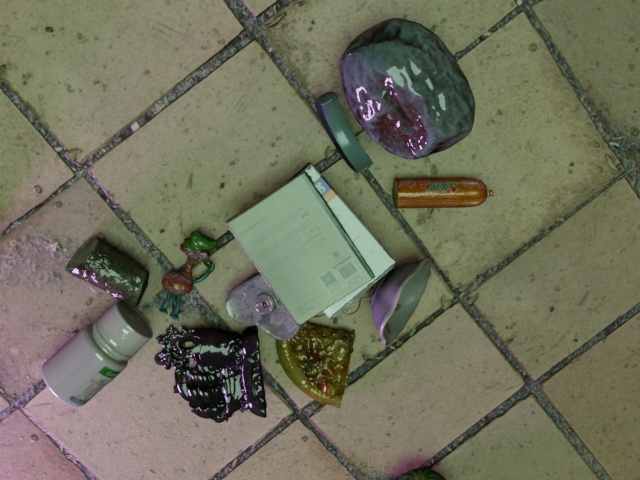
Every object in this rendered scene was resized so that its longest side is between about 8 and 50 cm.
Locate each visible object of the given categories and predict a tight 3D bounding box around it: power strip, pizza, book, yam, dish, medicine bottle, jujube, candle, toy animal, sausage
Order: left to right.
[{"bbox_3d":[-0.507,0.256,1.810,0.237,0.139,0.139,-43,106,4],"label":"medicine bottle"},{"bbox_3d":[-0.468,0.071,1.783,0.183,0.107,0.107,34,99,-17],"label":"yam"},{"bbox_3d":[-0.299,0.081,1.813,0.103,0.100,0.208,21,94,-34],"label":"toy animal"},{"bbox_3d":[-0.115,0.134,1.829,0.192,0.068,0.168,19,105,9],"label":"candle"},{"bbox_3d":[-0.043,0.020,1.722,0.215,0.025,0.282,-32,97,4],"label":"book"},{"bbox_3d":[0.005,0.281,1.914,0.197,0.058,0.292,-28,107,1],"label":"pizza"},{"bbox_3d":[0.052,-0.229,1.737,0.044,0.137,0.216,-32,112,-4],"label":"power strip"},{"bbox_3d":[0.172,0.129,1.844,0.081,0.229,0.229,28,103,20],"label":"dish"},{"bbox_3d":[0.192,-0.313,1.684,0.247,0.215,0.308,-11,126,34],"label":"jujube"},{"bbox_3d":[0.287,-0.111,1.831,0.234,0.071,0.071,-2,106,-6],"label":"sausage"}]

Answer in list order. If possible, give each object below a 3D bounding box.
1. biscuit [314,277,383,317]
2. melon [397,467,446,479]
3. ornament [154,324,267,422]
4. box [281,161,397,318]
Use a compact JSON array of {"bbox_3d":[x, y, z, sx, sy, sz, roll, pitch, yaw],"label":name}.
[{"bbox_3d":[0.024,0.098,1.877,0.249,0.035,0.184,-20,103,0],"label":"biscuit"},{"bbox_3d":[0.272,0.711,2.002,0.182,0.182,0.287,-15,105,-2],"label":"melon"},{"bbox_3d":[-0.262,0.315,1.881,0.261,0.106,0.251,-6,104,1],"label":"ornament"},{"bbox_3d":[0.000,0.000,1.785,0.200,0.106,0.299,-41,94,4],"label":"box"}]
